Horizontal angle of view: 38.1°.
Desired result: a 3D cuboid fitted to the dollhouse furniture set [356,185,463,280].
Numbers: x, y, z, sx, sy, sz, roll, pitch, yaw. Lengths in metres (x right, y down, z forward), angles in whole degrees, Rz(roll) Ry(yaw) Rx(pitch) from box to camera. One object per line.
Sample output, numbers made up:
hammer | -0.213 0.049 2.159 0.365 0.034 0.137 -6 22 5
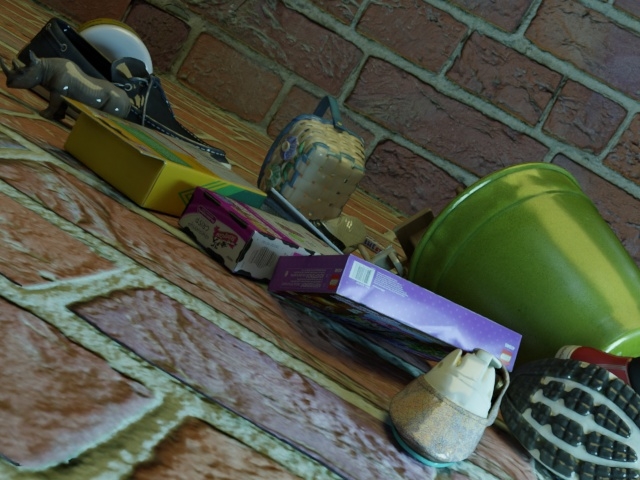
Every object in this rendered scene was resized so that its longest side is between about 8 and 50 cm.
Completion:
dollhouse furniture set | 0.193 0.019 1.709 0.161 0.212 0.242 60 1 43

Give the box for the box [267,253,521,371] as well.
box | 0.099 0.099 1.267 0.293 0.057 0.201 25 -13 -25

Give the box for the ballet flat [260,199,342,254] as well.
ballet flat | -0.030 0.016 1.600 0.250 0.058 0.084 37 -19 12

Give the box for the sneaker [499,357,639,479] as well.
sneaker | 0.406 0.308 1.192 0.410 0.158 0.182 32 -23 29

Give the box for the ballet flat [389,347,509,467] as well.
ballet flat | 0.159 0.175 1.076 0.108 0.106 0.316 33 9 14

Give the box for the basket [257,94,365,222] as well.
basket | -0.020 -0.170 2.041 0.201 0.254 0.289 25 21 -17

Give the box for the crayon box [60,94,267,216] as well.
crayon box | -0.258 -0.114 1.481 0.203 0.083 0.323 34 9 30

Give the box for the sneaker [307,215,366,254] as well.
sneaker | 0.006 0.004 1.757 0.237 0.086 0.085 -11 68 -60

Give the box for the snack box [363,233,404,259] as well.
snack box | 0.125 0.006 2.271 0.178 0.022 0.064 34 10 25

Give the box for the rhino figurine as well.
rhino figurine | -0.449 -0.261 1.632 0.243 0.106 0.073 28 8 -14

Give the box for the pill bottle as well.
pill bottle | -0.482 -0.402 2.090 0.188 0.187 0.334 27 8 -20

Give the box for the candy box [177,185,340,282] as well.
candy box | -0.077 0.009 1.392 0.233 0.071 0.159 20 12 -46

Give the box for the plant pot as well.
plant pot | 0.389 0.117 1.529 0.367 0.366 0.353 22 22 -43

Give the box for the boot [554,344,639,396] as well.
boot | 0.443 0.248 1.273 0.176 0.088 0.244 -1 -49 48

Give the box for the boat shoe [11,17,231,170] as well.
boat shoe | -0.376 -0.274 1.807 0.500 0.156 0.187 33 7 13

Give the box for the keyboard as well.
keyboard | 0.000 0.000 1.621 0.256 0.014 0.072 43 -18 -7
